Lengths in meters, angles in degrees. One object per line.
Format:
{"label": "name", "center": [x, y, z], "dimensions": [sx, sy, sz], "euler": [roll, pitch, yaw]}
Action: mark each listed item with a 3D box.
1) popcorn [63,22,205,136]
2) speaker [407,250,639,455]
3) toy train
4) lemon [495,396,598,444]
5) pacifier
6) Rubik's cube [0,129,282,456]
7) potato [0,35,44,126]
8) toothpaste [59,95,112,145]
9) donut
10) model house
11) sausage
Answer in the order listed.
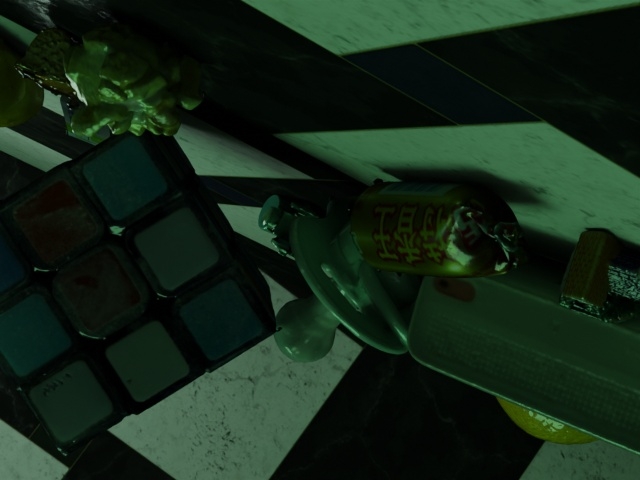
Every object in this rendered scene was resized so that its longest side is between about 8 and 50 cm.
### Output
{"label": "popcorn", "center": [-0.222, -0.187, 1.460], "dimensions": [0.141, 0.162, 0.135], "euler": [60, -174, -40]}
{"label": "speaker", "center": [0.322, 0.137, 1.640], "dimensions": [0.406, 0.183, 0.184], "euler": [20, -166, 28]}
{"label": "toy train", "center": [0.000, 0.000, 2.238], "dimensions": [0.248, 0.101, 0.159], "euler": [27, -175, -20]}
{"label": "lemon", "center": [0.365, 0.191, 1.879], "dimensions": [0.228, 0.228, 0.253], "euler": [23, -175, 4]}
{"label": "pacifier", "center": [0.046, 0.089, 1.852], "dimensions": [0.288, 0.269, 0.343], "euler": [50, -153, 8]}
{"label": "Rubik's cube", "center": [-0.293, 0.047, 1.823], "dimensions": [0.363, 0.359, 0.362], "euler": [60, -178, -4]}
{"label": "potato", "center": [-0.520, -0.244, 1.874], "dimensions": [0.173, 0.140, 0.300], "euler": [14, 177, 14]}
{"label": "toothpaste", "center": [-0.350, -0.200, 1.961], "dimensions": [0.081, 0.067, 0.336], "euler": [21, 174, -7]}
{"label": "donut", "center": [-0.289, -0.213, 1.638], "dimensions": [0.181, 0.078, 0.146], "euler": [11, 168, 34]}
{"label": "model house", "center": [0.336, 0.046, 1.471], "dimensions": [0.101, 0.087, 0.100], "euler": [19, 174, 7]}
{"label": "sausage", "center": [0.152, -0.007, 1.518], "dimensions": [0.125, 0.117, 0.317], "euler": [62, 160, -15]}
